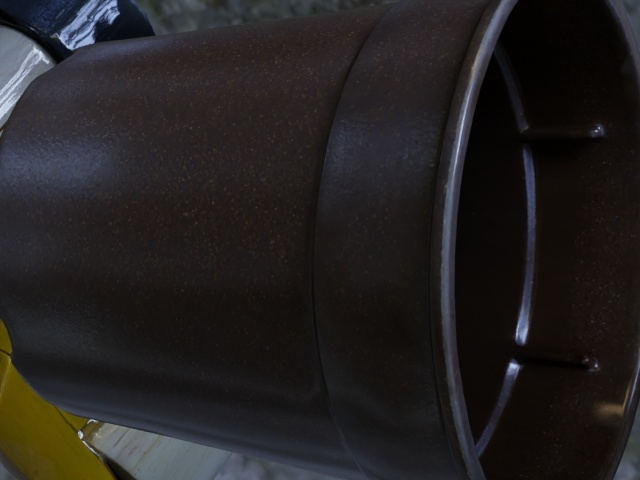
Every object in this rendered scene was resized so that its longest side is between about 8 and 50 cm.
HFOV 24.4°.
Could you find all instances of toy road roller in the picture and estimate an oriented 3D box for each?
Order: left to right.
[{"bbox_3d":[-0.182,0.001,0.819,0.241,0.202,0.329,14,-33,41],"label":"toy road roller"}]

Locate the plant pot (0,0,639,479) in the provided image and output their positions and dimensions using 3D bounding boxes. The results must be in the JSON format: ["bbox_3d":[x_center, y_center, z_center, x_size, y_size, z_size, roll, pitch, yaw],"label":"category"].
[{"bbox_3d":[0.000,0.000,0.452,0.165,0.167,0.167,3,-47,30],"label":"plant pot"}]
